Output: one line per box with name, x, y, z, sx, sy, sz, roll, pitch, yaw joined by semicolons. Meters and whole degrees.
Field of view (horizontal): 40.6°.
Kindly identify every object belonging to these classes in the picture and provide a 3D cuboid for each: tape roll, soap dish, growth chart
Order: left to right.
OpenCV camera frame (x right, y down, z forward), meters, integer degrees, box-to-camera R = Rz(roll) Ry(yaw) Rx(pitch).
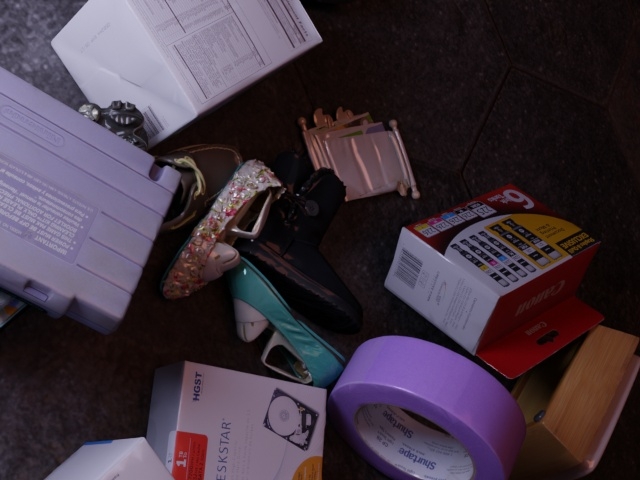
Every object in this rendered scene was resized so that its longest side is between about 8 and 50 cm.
growth chart;0.069;-0.145;1.473;0.237;0.021;0.172;-8;81;-40
tape roll;0.151;0.261;1.250;0.275;0.274;0.090;46;54;-18
soap dish;0.409;0.287;1.492;0.118;0.229;0.291;42;53;0

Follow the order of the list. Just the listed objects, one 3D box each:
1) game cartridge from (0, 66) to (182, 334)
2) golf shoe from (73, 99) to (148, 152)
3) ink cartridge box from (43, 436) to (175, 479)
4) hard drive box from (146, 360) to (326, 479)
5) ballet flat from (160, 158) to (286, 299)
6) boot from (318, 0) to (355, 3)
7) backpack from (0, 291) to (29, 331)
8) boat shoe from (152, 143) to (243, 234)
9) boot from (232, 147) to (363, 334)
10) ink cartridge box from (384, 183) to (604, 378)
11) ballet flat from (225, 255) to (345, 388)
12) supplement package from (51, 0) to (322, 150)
game cartridge;-0.341;-0.068;0.927;0.355;0.068;0.230;31;53;-20
golf shoe;-0.356;-0.124;1.086;0.272;0.120;0.105;7;78;-13
ink cartridge box;-0.228;0.370;0.985;0.168;0.171;0.233;-42;104;-38
hard drive box;-0.112;0.274;1.160;0.232;0.089;0.181;17;66;-34
ballet flat;-0.130;-0.011;1.202;0.077;0.091;0.241;27;71;15
boot;-0.066;-0.468;1.435;0.305;0.112;0.115;-1;47;-34
backpack;-0.392;0.000;0.987;0.188;0.144;0.166;48;53;-5
boat shoe;-0.210;-0.063;1.181;0.305;0.091;0.109;-31;97;-40
boot;0.000;0.000;1.326;0.246;0.094;0.207;37;61;-17
ink cartridge box;0.316;0.057;1.445;0.309;0.130;0.272;-22;49;-41
ballet flat;-0.067;0.131;1.248;0.247;0.083;0.087;47;67;-16
supplement package;-0.181;-0.275;1.197;0.262;0.199;0.198;-40;103;-39
